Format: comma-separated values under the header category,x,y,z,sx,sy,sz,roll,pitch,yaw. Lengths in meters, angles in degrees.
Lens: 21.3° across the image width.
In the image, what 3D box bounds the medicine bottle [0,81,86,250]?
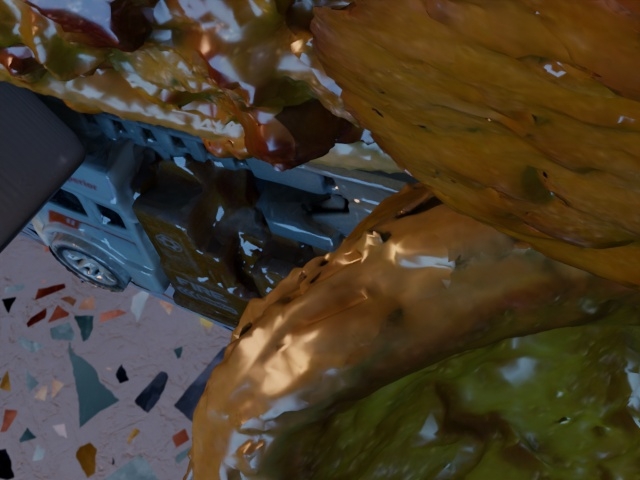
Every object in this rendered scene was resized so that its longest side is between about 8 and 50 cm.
category,x,y,z,sx,sy,sz,roll,pitch,yaw
medicine bottle,-0.292,-0.094,0.805,0.340,0.208,0.208,43,169,-7

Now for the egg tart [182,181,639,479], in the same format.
category,x,y,z,sx,sy,sz,roll,pitch,yaw
egg tart,0.094,0.065,0.762,0.341,0.341,0.129,34,-153,-40

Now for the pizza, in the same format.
category,x,y,z,sx,sy,sz,roll,pitch,yaw
pizza,-0.047,-0.097,0.523,0.335,0.086,0.226,19,156,-7

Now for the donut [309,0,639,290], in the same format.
category,x,y,z,sx,sy,sz,roll,pitch,yaw
donut,0.145,-0.031,0.410,0.278,0.108,0.277,26,171,4

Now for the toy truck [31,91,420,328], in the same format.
category,x,y,z,sx,sy,sz,roll,pitch,yaw
toy truck,-0.047,-0.038,0.919,0.338,0.133,0.184,21,158,22
